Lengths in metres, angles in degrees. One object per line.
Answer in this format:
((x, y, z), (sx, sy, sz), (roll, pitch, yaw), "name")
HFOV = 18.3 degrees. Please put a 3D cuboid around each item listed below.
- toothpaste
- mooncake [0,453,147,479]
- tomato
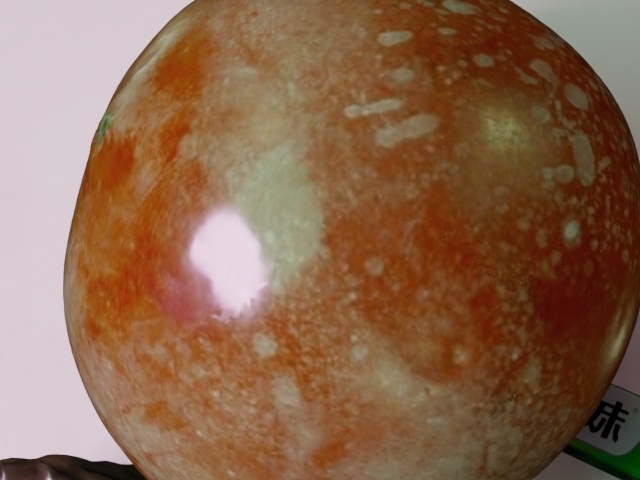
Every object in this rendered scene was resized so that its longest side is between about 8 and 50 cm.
((0.164, 0.099, 0.862), (0.178, 0.043, 0.037), (23, 85, 38), "toothpaste")
((-0.134, 0.212, 0.975), (0.228, 0.124, 0.228), (-13, 66, 32), "mooncake")
((0.000, 0.000, 0.874), (0.270, 0.222, 0.270), (-40, 31, 31), "tomato")
